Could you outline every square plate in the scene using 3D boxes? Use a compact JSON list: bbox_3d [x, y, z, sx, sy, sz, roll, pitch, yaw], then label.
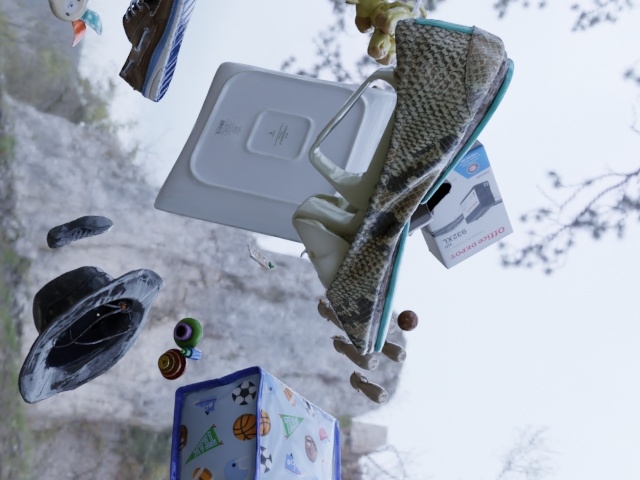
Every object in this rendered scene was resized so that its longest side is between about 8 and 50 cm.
[{"bbox_3d":[-0.071,-0.165,1.529,0.049,0.344,0.347,86,20,-58],"label":"square plate"}]

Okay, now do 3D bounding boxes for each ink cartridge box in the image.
[{"bbox_3d":[0.370,-0.109,2.431,0.307,0.223,0.129,63,-5,-32],"label":"ink cartridge box"}]

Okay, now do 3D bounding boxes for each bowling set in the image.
[{"bbox_3d":[0.132,0.235,2.170,0.154,0.200,0.287,24,-42,52],"label":"bowling set"}]

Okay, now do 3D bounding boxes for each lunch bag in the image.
[{"bbox_3d":[-0.119,0.481,1.645,0.239,0.328,0.385,-20,-126,24],"label":"lunch bag"}]

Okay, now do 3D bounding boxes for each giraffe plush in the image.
[{"bbox_3d":[0.152,-0.575,2.286,0.170,0.181,0.210,33,-80,26],"label":"giraffe plush"}]

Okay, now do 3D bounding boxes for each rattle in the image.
[{"bbox_3d":[-0.366,-0.379,1.360,0.143,0.130,0.199,26,-53,38],"label":"rattle"}]

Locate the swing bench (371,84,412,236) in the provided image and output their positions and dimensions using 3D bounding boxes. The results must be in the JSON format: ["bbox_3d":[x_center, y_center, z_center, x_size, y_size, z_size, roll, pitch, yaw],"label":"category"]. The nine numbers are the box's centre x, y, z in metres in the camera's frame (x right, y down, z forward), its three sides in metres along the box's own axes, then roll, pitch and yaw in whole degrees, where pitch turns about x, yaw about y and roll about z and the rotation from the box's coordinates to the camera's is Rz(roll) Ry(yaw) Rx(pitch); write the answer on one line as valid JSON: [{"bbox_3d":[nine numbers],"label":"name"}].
[{"bbox_3d":[0.159,-0.163,1.910,0.165,0.255,0.253,33,-82,22],"label":"swing bench"}]

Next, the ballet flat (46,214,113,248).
[{"bbox_3d":[-0.596,-0.024,2.196,0.057,0.173,0.049,54,-39,26],"label":"ballet flat"}]

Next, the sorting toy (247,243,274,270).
[{"bbox_3d":[-0.130,0.046,1.982,0.012,0.083,0.062,-45,-151,10],"label":"sorting toy"}]

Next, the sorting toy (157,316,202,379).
[{"bbox_3d":[-0.216,0.164,1.354,0.061,0.042,0.102,16,-98,28],"label":"sorting toy"}]

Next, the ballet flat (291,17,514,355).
[{"bbox_3d":[0.066,-0.062,1.093,0.164,0.182,0.483,-72,-178,-51],"label":"ballet flat"}]

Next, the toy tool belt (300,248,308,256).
[{"bbox_3d":[0.000,0.000,1.591,0.052,0.051,0.083,50,-63,26],"label":"toy tool belt"}]

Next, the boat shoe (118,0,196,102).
[{"bbox_3d":[-0.189,-0.242,1.003,0.066,0.066,0.183,-70,-175,-55],"label":"boat shoe"}]

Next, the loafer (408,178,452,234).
[{"bbox_3d":[0.162,-0.054,1.610,0.078,0.080,0.220,15,-124,42],"label":"loafer"}]

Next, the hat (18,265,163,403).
[{"bbox_3d":[-0.452,0.141,1.626,0.134,0.331,0.331,43,-50,16],"label":"hat"}]
